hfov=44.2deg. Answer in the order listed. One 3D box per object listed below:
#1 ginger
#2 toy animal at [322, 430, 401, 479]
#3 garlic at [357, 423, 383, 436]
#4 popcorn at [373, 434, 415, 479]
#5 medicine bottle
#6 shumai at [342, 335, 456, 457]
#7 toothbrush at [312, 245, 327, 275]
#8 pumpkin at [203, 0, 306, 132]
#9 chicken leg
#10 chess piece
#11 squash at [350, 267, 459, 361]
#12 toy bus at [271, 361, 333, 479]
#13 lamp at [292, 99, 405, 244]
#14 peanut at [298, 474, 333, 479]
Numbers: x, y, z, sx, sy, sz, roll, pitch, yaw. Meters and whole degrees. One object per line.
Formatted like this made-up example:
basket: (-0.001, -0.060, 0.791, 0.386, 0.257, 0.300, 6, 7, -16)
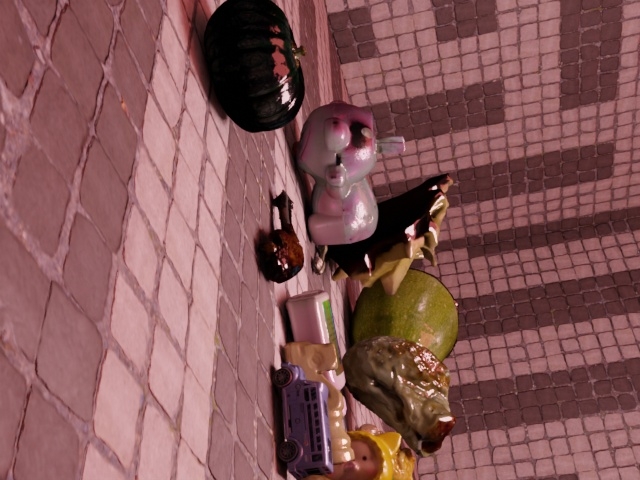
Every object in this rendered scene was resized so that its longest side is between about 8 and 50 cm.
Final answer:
ginger: (0.209, 0.017, 1.981, 0.211, 0.359, 0.413, 57, 20, -14)
toy animal: (0.078, 0.449, 1.371, 0.156, 0.156, 0.229, 55, 27, -70)
garlic: (0.130, 0.496, 1.899, 0.074, 0.094, 0.113, -30, -108, 56)
popcorn: (0.145, 0.523, 1.771, 0.163, 0.140, 0.194, -64, 145, -67)
medicine bottle: (-0.004, 0.199, 1.361, 0.115, 0.078, 0.219, -23, 102, -85)
shumai: (0.167, 0.349, 1.756, 0.203, 0.272, 0.222, -74, 172, -51)
toothbrush: (0.003, 0.005, 1.824, 0.028, 0.026, 0.294, 60, 15, -19)
pumpkin: (-0.090, -0.259, 1.154, 0.202, 0.140, 0.201, -9, 90, -84)
chicken leg: (-0.063, 0.000, 1.328, 0.253, 0.051, 0.105, -90, 162, -63)
chess piece: (-0.006, 0.259, 1.256, 0.090, 0.090, 0.200, 48, 30, -74)
squash: (0.184, 0.254, 2.063, 0.309, 0.311, 0.310, -31, 111, -62)
toy bus: (-0.023, 0.263, 1.167, 0.073, 0.076, 0.167, 67, 16, -60)
lamp: (0.066, -0.154, 1.742, 0.247, 0.248, 0.300, -70, 156, -69)
peanut: (-0.004, 0.384, 1.126, 0.214, 0.100, 0.099, 71, 10, -75)
